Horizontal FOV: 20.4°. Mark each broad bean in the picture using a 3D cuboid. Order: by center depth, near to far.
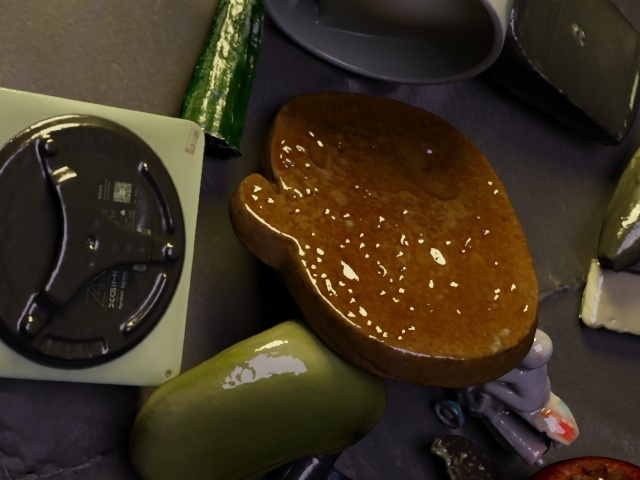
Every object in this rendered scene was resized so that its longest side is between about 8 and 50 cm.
[{"bbox_3d":[-0.058,0.164,1.716,0.263,0.189,0.121,-26,54,-23],"label":"broad bean"}]

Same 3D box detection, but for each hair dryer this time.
[{"bbox_3d":[0.029,0.283,1.826,0.195,0.050,0.173,49,65,-19],"label":"hair dryer"}]

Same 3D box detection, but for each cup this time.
[{"bbox_3d":[0.052,-0.362,1.817,0.356,0.259,0.275,26,65,-17],"label":"cup"}]

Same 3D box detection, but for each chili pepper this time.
[{"bbox_3d":[-0.095,-0.198,1.809,0.088,0.059,0.227,44,53,-60],"label":"chili pepper"}]

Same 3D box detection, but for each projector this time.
[{"bbox_3d":[-0.231,0.001,1.639,0.259,0.079,0.257,7,88,-38],"label":"projector"}]

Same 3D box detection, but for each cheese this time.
[{"bbox_3d":[0.472,0.100,2.124,0.400,0.034,0.085,13,81,-29],"label":"cheese"}]

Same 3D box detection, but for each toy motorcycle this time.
[{"bbox_3d":[0.183,0.122,1.867,0.110,0.171,0.260,-40,101,-27],"label":"toy motorcycle"}]

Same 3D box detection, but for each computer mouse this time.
[{"bbox_3d":[0.259,-0.227,2.018,0.295,0.087,0.168,37,59,-35],"label":"computer mouse"}]

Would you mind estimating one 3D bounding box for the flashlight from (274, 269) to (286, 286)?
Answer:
[{"bbox_3d":[0.000,0.000,1.845,0.051,0.051,0.129,46,61,-17],"label":"flashlight"}]

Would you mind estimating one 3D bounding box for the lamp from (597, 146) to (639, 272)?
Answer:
[{"bbox_3d":[0.388,-0.056,2.057,0.101,0.101,0.250,48,61,-16],"label":"lamp"}]

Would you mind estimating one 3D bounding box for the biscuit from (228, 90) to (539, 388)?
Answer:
[{"bbox_3d":[0.058,-0.005,1.781,0.314,0.063,0.367,3,48,-21],"label":"biscuit"}]

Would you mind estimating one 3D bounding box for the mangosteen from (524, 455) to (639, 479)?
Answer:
[{"bbox_3d":[0.285,0.354,1.881,0.215,0.215,0.258,-21,130,-32],"label":"mangosteen"}]

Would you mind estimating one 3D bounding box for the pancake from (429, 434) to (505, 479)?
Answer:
[{"bbox_3d":[0.144,0.310,1.885,0.184,0.020,0.190,55,52,-25],"label":"pancake"}]
